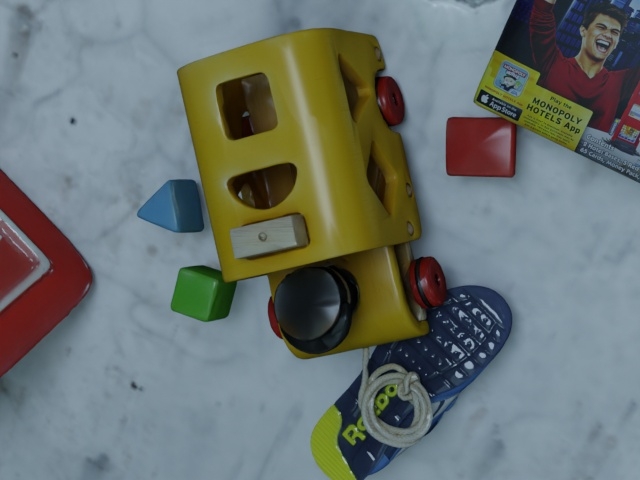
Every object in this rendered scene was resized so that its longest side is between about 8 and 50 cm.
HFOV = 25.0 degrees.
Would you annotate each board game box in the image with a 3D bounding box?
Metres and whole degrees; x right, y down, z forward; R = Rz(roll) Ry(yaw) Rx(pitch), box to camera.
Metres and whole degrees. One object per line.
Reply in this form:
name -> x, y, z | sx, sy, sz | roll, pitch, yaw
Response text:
board game box -> 0.199, -0.113, 0.670 | 0.194, 0.060, 0.194 | 27, 118, 8

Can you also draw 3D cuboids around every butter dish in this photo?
butter dish -> -0.249, 0.028, 0.866 | 0.160, 0.160, 0.118 | 46, 143, -3

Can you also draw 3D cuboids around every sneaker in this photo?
sneaker -> 0.054, 0.078, 0.815 | 0.144, 0.059, 0.053 | -46, 71, 21

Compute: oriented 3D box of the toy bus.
toy bus -> -0.007, -0.010, 0.746 | 0.202, 0.104, 0.191 | 34, 106, 19
